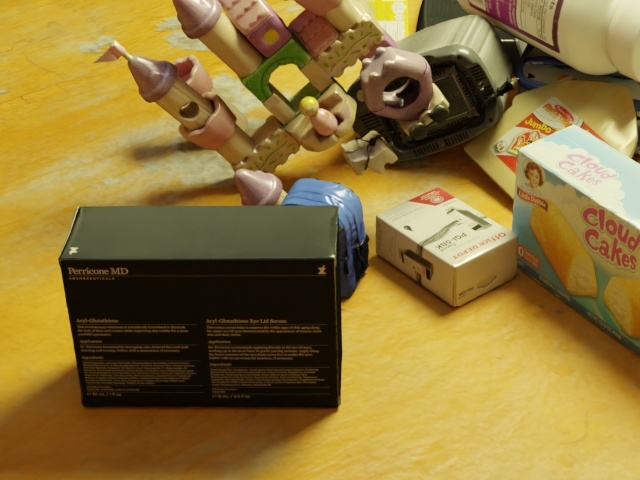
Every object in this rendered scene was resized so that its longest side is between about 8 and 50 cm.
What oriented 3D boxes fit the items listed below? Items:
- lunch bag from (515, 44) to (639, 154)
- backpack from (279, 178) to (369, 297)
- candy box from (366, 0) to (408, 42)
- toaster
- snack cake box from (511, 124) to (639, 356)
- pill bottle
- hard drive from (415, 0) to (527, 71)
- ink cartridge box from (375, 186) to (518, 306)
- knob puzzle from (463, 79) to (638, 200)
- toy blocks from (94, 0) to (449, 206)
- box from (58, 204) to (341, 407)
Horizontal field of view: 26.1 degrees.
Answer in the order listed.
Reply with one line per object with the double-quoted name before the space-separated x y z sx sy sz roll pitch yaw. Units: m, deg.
"lunch bag" 0.410 -0.202 1.780 0.303 0.115 0.243 11 40 20
"backpack" 0.000 0.000 1.507 0.098 0.120 0.101 10 37 16
"candy box" 0.078 -0.331 2.051 0.105 0.027 0.206 -2 35 5
"toaster" 0.149 -0.197 1.731 0.227 0.129 0.146 -20 23 28
"snack cake box" 0.318 0.008 1.449 0.089 0.152 0.264 -22 40 -25
"pill bottle" 0.316 -0.304 1.698 0.169 0.169 0.301 -25 42 -28
"hard drive" 0.225 -0.325 2.010 0.172 0.054 0.254 3 36 7
"ink cartridge box" 0.141 0.005 1.546 0.099 0.056 0.135 -25 41 -30
"knob puzzle" 0.298 -0.116 1.666 0.213 0.030 0.213 -12 55 18
"toy blocks" -0.068 -0.214 1.607 0.289 0.260 0.309 -40 38 11
"box" -0.110 0.065 1.367 0.261 0.184 0.103 0 36 3
